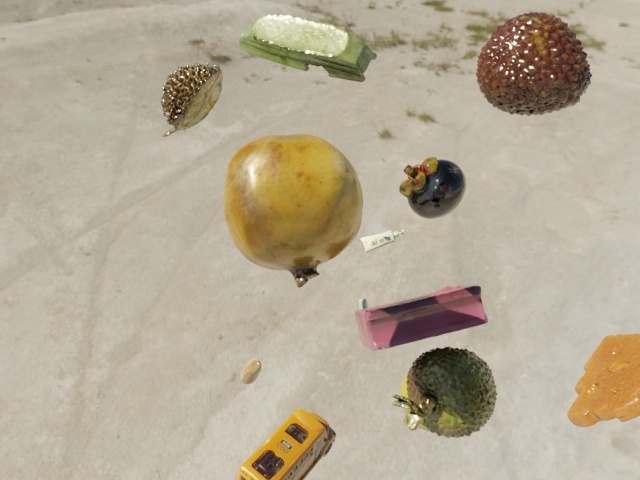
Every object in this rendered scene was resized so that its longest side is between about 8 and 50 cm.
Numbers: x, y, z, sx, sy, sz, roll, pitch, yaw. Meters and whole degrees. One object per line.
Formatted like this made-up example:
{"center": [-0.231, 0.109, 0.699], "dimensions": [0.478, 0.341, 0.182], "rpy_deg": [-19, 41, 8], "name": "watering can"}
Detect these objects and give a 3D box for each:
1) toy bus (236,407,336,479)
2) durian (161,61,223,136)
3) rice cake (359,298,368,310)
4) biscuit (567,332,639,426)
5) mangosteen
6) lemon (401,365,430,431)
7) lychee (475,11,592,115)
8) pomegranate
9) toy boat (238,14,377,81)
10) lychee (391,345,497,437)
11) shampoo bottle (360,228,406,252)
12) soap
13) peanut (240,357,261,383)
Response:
{"center": [-0.050, 0.358, 0.711], "dimensions": [0.083, 0.088, 0.194], "rpy_deg": [25, 31, 26], "name": "toy bus"}
{"center": [-0.282, -0.297, 0.868], "dimensions": [0.091, 0.188, 0.148], "rpy_deg": [35, 11, -7], "name": "durian"}
{"center": [0.174, 0.313, 1.646], "dimensions": [0.033, 0.029, 0.171], "rpy_deg": [-11, 69, 22], "name": "rice cake"}
{"center": [0.707, 0.309, 0.981], "dimensions": [0.043, 0.284, 0.306], "rpy_deg": [44, 33, 8], "name": "biscuit"}
{"center": [0.485, -0.243, 1.851], "dimensions": [0.302, 0.275, 0.275], "rpy_deg": [30, 32, -24], "name": "mangosteen"}
{"center": [0.434, 0.553, 1.535], "dimensions": [0.316, 0.285, 0.285], "rpy_deg": [-22, 35, 20], "name": "lemon"}
{"center": [0.509, -0.415, 1.010], "dimensions": [0.236, 0.236, 0.271], "rpy_deg": [-28, 61, -32], "name": "lychee"}
{"center": [-0.058, -0.078, 0.851], "dimensions": [0.307, 0.307, 0.307], "rpy_deg": [2, 39, -1], "name": "pomegranate"}
{"center": [-0.041, -0.367, 0.785], "dimensions": [0.293, 0.055, 0.093], "rpy_deg": [23, 81, 22], "name": "toy boat"}
{"center": [0.377, 0.443, 1.235], "dimensions": [0.270, 0.270, 0.320], "rpy_deg": [22, 16, 22], "name": "lychee"}
{"center": [0.198, -0.006, 1.315], "dimensions": [0.141, 0.034, 0.049], "rpy_deg": [-20, 65, 4], "name": "shampoo bottle"}
{"center": [0.302, 0.236, 1.317], "dimensions": [0.359, 0.233, 0.128], "rpy_deg": [-12, 83, -5], "name": "soap"}
{"center": [-0.307, 0.581, 1.868], "dimensions": [0.076, 0.152, 0.076], "rpy_deg": [25, 28, -14], "name": "peanut"}
